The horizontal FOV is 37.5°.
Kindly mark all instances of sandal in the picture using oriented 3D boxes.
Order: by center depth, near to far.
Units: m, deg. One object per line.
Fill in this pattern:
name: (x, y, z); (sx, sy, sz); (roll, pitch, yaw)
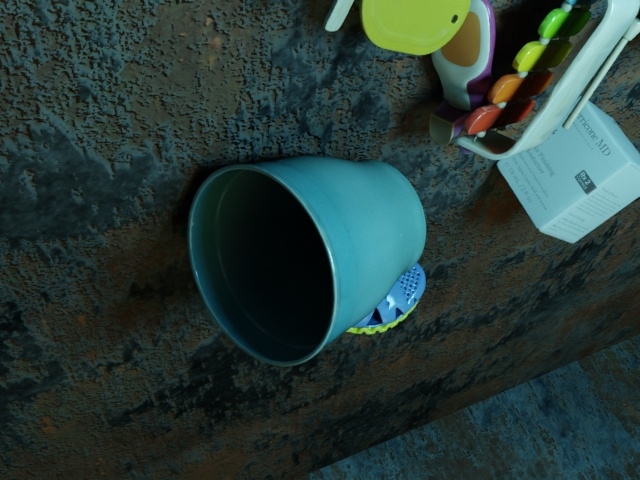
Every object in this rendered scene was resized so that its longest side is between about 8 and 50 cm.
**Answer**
sandal: (0.047, 0.096, 1.652); (0.317, 0.126, 0.138); (-17, 148, -21)

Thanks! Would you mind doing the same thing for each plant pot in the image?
plant pot: (0.000, 0.000, 1.303); (0.255, 0.271, 0.271); (-23, 158, -44)

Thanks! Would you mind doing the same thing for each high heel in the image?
high heel: (0.208, -0.241, 1.263); (0.117, 0.082, 0.244); (-45, 151, -33)

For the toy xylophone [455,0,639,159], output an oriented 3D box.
toy xylophone: (0.322, -0.234, 1.278); (0.322, 0.081, 0.236); (-55, 160, 23)

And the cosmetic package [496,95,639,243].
cosmetic package: (0.430, -0.114, 1.581); (0.184, 0.151, 0.151); (-41, 150, 24)

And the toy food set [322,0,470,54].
toy food set: (0.079, -0.286, 1.061); (0.218, 0.071, 0.128); (1, 119, -46)
